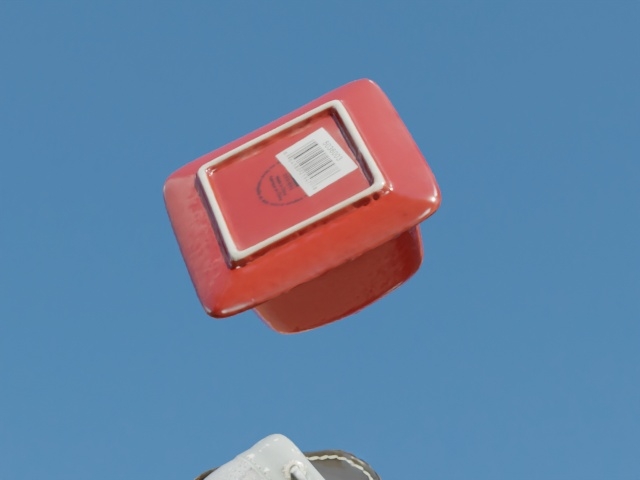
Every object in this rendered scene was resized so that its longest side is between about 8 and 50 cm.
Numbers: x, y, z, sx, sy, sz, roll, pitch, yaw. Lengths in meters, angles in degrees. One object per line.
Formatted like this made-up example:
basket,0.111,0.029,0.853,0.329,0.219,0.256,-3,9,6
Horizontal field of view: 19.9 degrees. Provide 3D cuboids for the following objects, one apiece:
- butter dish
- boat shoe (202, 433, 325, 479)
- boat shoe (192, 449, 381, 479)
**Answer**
butter dish,0.000,0.000,1.150,0.160,0.160,0.118,-27,-51,1
boat shoe,0.041,0.159,0.622,0.227,0.081,0.079,45,-17,2
boat shoe,-0.030,0.134,0.790,0.081,0.227,0.069,27,-64,21
